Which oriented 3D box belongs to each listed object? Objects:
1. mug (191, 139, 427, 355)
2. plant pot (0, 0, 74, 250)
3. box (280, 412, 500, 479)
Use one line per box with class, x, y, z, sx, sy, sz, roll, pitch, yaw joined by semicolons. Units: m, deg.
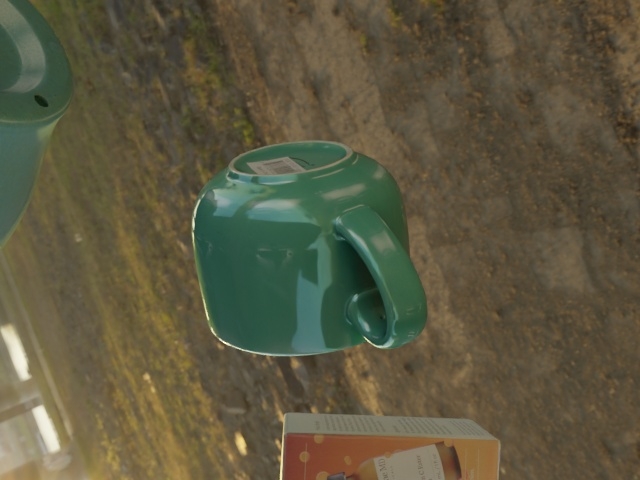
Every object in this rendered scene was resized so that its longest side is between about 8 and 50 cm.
mug;0.000;-0.003;0.450;0.157;0.129;0.097;3;113;25
plant pot;-0.337;-0.086;0.590;0.255;0.271;0.272;-37;72;26
box;0.051;0.216;0.621;0.091;0.170;0.130;126;146;-86
